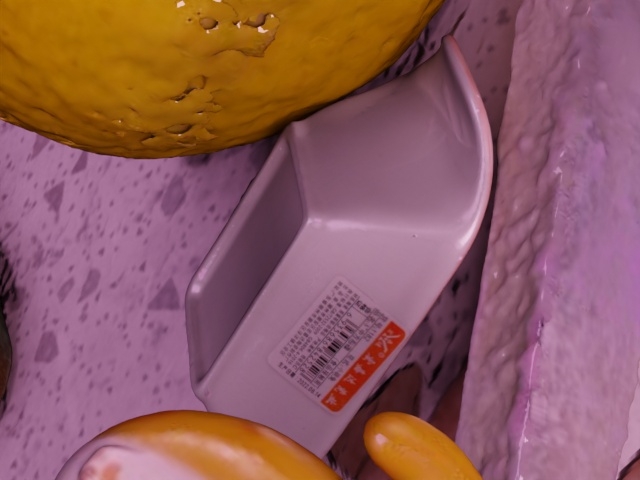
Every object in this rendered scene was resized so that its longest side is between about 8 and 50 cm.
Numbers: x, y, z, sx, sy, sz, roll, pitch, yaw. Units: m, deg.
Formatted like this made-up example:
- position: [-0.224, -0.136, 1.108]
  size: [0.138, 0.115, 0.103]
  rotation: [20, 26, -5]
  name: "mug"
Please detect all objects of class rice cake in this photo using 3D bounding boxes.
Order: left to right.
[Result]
- position: [0.100, 0.054, 0.680]
  size: [0.064, 0.070, 0.399]
  rotation: [-16, 56, 53]
  name: "rice cake"

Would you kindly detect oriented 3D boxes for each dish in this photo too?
- position: [0.000, 0.000, 0.775]
  size: [0.234, 0.064, 0.154]
  rotation: [-56, 25, 26]
  name: "dish"

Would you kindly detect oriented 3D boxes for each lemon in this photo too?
- position: [-0.068, -0.220, 0.826]
  size: [0.349, 0.387, 0.350]
  rotation: [16, 119, 32]
  name: "lemon"

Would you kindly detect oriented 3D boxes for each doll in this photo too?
- position: [-0.052, 0.178, 0.645]
  size: [0.270, 0.162, 0.167]
  rotation: [121, 165, -58]
  name: "doll"

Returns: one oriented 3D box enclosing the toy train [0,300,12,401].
- position: [-0.315, 0.037, 1.114]
  size: [0.159, 0.129, 0.326]
  rotation: [-43, 41, 14]
  name: "toy train"
